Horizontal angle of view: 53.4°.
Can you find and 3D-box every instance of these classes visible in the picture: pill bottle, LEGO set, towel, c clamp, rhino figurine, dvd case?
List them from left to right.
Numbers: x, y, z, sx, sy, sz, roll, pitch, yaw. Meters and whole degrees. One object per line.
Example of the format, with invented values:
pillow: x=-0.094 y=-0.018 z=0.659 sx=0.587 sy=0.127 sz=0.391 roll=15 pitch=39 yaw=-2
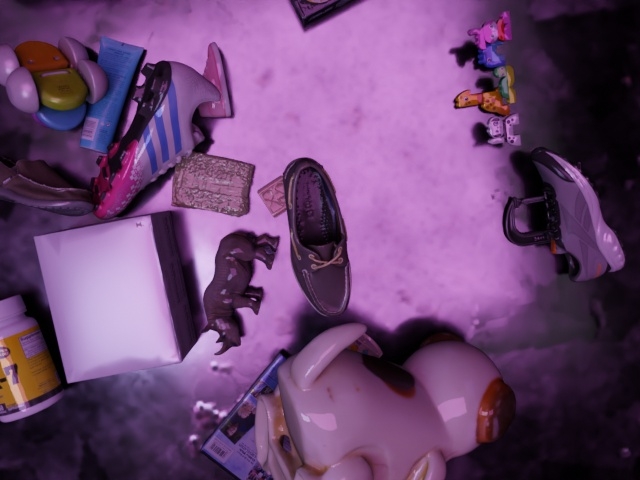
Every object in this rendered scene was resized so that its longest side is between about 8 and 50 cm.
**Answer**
pill bottle: x=-0.562 y=0.212 z=1.163 sx=0.119 sy=0.119 sz=0.208 roll=-19 pitch=95 yaw=2
towel: x=-0.200 y=-0.105 z=1.179 sx=0.148 sy=0.027 sz=0.110 roll=9 pitch=95 yaw=0
rhino figurine: x=-0.160 y=0.098 z=1.177 sx=0.106 sy=0.073 sz=0.243 roll=17 pitch=97 yaw=-6
dvd case: x=-0.084 y=0.364 z=1.227 sx=0.180 sy=0.022 sz=0.253 roll=39 pitch=94 yaw=-4
LEGO set: x=0.291 y=-0.278 z=1.138 sx=0.093 sy=0.087 sz=0.227 roll=-9 pitch=102 yaw=4
c clamp: x=0.419 y=-0.061 z=1.191 sx=0.161 sy=0.022 sz=0.137 roll=-15 pitch=100 yaw=0

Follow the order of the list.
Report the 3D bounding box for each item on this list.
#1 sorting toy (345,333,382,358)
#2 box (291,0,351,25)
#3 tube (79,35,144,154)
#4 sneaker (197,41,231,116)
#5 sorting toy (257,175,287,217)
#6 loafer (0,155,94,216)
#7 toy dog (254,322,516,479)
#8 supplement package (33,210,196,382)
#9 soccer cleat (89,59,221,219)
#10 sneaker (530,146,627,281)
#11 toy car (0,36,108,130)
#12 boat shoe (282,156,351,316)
sorting toy: x=0.062 y=0.209 z=1.205 sx=0.083 sy=0.045 sz=0.075 roll=38 pitch=102 yaw=-4
box: x=0.039 y=-0.542 z=1.121 sx=0.270 sy=0.060 sz=0.216 roll=-26 pitch=95 yaw=2
tube: x=-0.386 y=-0.262 z=1.156 sx=0.080 sy=0.052 sz=0.207 roll=15 pitch=90 yaw=-5
sneaker: x=-0.205 y=-0.286 z=1.149 sx=0.070 sy=0.051 sz=0.134 roll=-9 pitch=100 yaw=-4
sorting toy: x=-0.068 y=-0.089 z=1.188 sx=0.083 sy=0.012 sz=0.062 roll=-33 pitch=97 yaw=3
loafer: x=-0.508 y=-0.103 z=1.124 sx=0.251 sy=0.094 sz=0.087 roll=13 pitch=86 yaw=17
toy dog: x=0.117 y=0.284 z=1.089 sx=0.408 sy=0.284 sz=0.395 roll=-6 pitch=109 yaw=-23
supplement package: x=-0.358 y=0.094 z=1.139 sx=0.204 sy=0.145 sz=0.261 roll=-10 pitch=95 yaw=1
soccer cleat: x=-0.289 y=-0.156 z=1.119 sx=0.143 sy=0.116 sz=0.331 roll=14 pitch=124 yaw=-38
sneaker: x=0.442 y=-0.043 z=1.135 sx=0.108 sy=0.100 sz=0.271 roll=-30 pitch=100 yaw=7
toy car: x=-0.469 y=-0.263 z=1.107 sx=0.182 sy=0.159 sz=0.136 roll=47 pitch=139 yaw=29
boat shoe: x=-0.005 y=0.001 z=1.152 sx=0.109 sy=0.091 sz=0.305 roll=-13 pitch=99 yaw=-6
